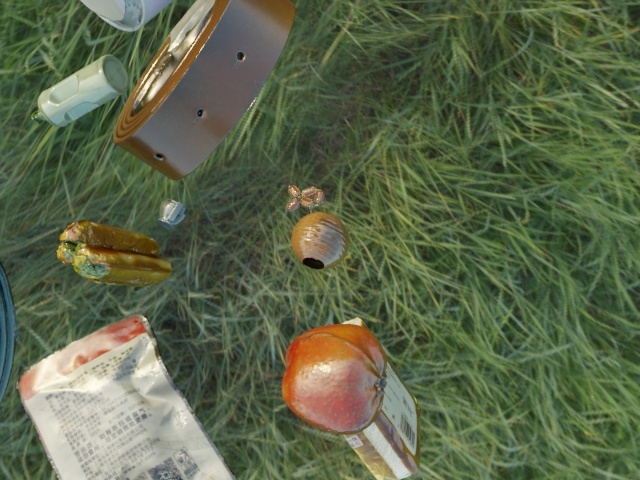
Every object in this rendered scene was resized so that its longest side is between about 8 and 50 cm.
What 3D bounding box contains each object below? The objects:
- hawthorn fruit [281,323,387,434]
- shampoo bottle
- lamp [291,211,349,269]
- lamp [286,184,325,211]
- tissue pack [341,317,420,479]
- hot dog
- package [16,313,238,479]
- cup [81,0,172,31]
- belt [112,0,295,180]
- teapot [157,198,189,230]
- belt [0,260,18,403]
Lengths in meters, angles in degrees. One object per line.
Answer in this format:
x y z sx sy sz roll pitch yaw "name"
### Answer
0.016 0.153 0.737 0.128 0.128 0.128 -5 116 -11 "hawthorn fruit"
-0.542 -0.317 1.468 0.234 0.118 0.087 -24 121 17 "shampoo bottle"
0.000 0.000 1.525 0.136 0.136 0.136 -5 116 -11 "lamp"
-0.029 -0.089 1.385 0.083 0.063 0.031 -5 154 18 "lamp"
0.087 0.268 1.128 0.092 0.183 0.226 -28 111 20 "tissue pack"
-0.335 0.023 1.092 0.072 0.269 0.115 -30 75 10 "hot dog"
-0.198 0.200 0.673 0.154 0.239 0.030 -29 161 -15 "package"
-0.367 -0.654 1.447 0.371 0.253 0.253 -49 121 -26 "cup"
-0.174 -0.258 1.022 0.122 0.217 0.338 34 93 -32 "belt"
-0.326 -0.056 1.464 0.066 0.088 0.057 32 67 -17 "teapot"
-0.649 0.150 1.035 0.173 0.300 0.436 15 106 27 "belt"
